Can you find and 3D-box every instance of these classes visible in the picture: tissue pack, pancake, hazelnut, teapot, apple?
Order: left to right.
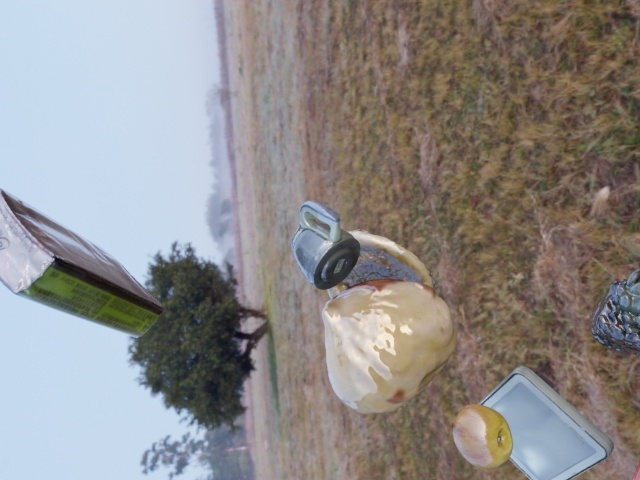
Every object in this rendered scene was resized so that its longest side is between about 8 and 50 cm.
[{"bbox_3d":[-0.570,0.068,1.212,0.288,0.124,0.394,36,172,27],"label":"tissue pack"},{"bbox_3d":[-0.006,0.009,0.926,0.108,0.111,0.149,39,172,33],"label":"teapot"},{"bbox_3d":[0.121,0.089,1.220,0.049,0.282,0.282,-54,-31,-47],"label":"pancake"},{"bbox_3d":[0.101,0.181,0.960,0.241,0.261,0.261,44,-163,-27],"label":"hazelnut"},{"bbox_3d":[0.227,0.271,0.738,0.071,0.084,0.084,-12,82,47],"label":"apple"}]

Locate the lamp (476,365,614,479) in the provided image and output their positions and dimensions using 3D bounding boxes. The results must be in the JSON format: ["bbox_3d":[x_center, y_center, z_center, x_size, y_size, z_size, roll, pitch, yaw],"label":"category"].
[{"bbox_3d":[0.531,0.470,1.316,0.266,0.047,0.269,42,137,19],"label":"lamp"}]

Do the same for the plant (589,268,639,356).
[{"bbox_3d":[0.566,0.135,0.941,0.132,0.129,0.194,-60,-16,-16],"label":"plant"}]

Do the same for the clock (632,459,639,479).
[{"bbox_3d":[0.640,0.424,0.995,0.113,0.155,0.061,47,153,-13],"label":"clock"}]
